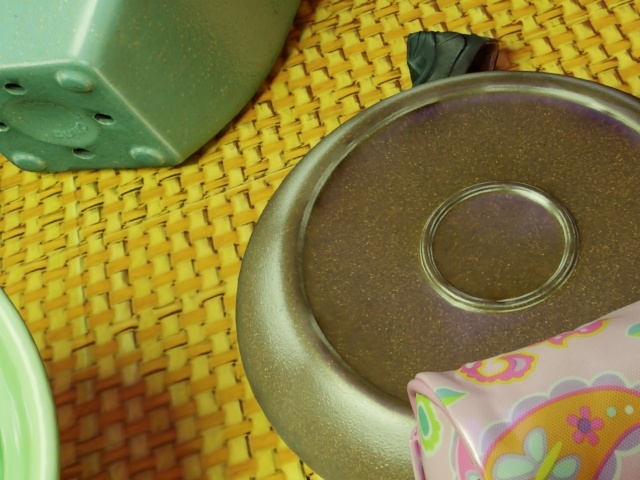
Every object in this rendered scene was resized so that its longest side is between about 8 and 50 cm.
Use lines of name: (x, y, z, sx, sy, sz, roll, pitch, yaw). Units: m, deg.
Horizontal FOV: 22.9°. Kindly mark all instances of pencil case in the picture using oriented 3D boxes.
pencil case: (0.185, 0.075, 0.746, 0.284, 0.124, 0.124, -20, 40, -12)

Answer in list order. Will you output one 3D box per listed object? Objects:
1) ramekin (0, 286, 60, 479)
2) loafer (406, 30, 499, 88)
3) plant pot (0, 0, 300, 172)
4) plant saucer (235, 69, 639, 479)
ramekin: (-0.289, 0.133, 0.838, 0.303, 0.148, 0.303, 2, 71, -6)
loafer: (0.091, -0.087, 1.044, 0.061, 0.062, 0.170, -9, 44, 11)
plant pot: (-0.168, -0.191, 1.152, 0.248, 0.247, 0.252, -2, 62, 25)
plant saucer: (0.101, 0.014, 0.883, 0.310, 0.050, 0.310, -5, 55, 7)
